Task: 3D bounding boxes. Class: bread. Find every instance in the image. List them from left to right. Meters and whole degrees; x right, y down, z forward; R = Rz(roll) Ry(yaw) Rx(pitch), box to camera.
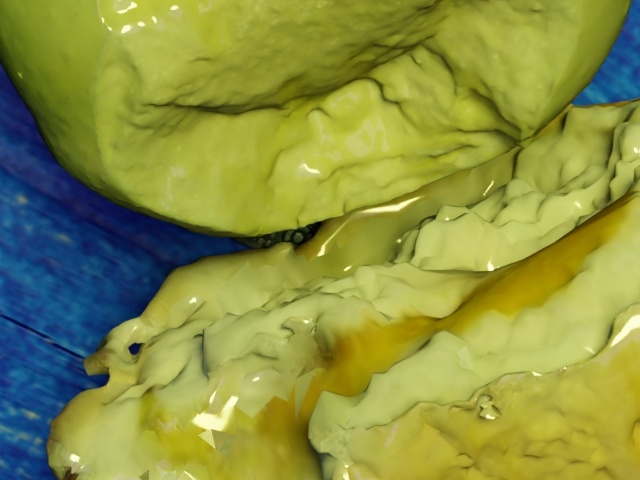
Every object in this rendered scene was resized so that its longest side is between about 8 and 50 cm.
[{"bbox_3d":[0.103,0.125,0.854,0.361,0.250,0.394,-23,128,5],"label":"bread"}]

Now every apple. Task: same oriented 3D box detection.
[{"bbox_3d":[-0.013,-0.138,0.708,0.279,0.279,0.279,-6,115,-12],"label":"apple"}]

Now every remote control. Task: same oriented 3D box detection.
[{"bbox_3d":[0.000,0.000,0.900,0.091,0.016,0.034,19,116,-21],"label":"remote control"}]
